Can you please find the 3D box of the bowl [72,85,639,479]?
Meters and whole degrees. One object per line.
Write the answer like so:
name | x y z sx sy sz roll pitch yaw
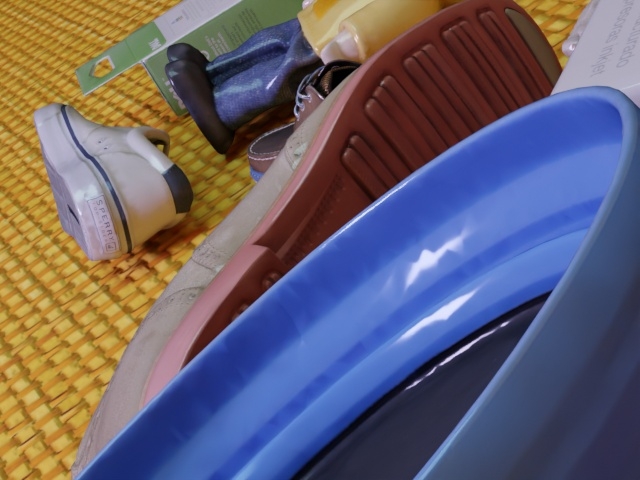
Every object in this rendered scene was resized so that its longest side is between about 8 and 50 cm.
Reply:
bowl | -0.017 0.109 0.667 0.391 0.077 0.391 -42 10 9

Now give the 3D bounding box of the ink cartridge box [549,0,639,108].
ink cartridge box | 0.324 -0.114 0.811 0.384 0.160 0.279 -16 26 34

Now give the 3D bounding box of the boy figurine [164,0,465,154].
boy figurine | 0.025 -0.169 1.430 0.285 0.092 0.177 -30 19 12

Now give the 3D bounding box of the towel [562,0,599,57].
towel | 0.289 -0.184 1.166 0.282 0.049 0.187 -15 27 35

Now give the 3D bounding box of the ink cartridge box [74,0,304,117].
ink cartridge box | -0.100 -0.164 1.620 0.209 0.062 0.109 -32 21 -1

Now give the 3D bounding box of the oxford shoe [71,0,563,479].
oxford shoe | 0.000 0.000 1.037 0.146 0.140 0.397 -18 22 48

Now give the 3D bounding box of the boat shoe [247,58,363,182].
boat shoe | 0.018 -0.087 1.288 0.183 0.066 0.066 -16 26 34

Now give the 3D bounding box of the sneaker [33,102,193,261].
sneaker | -0.153 -0.048 1.429 0.091 0.094 0.258 -16 23 -12
